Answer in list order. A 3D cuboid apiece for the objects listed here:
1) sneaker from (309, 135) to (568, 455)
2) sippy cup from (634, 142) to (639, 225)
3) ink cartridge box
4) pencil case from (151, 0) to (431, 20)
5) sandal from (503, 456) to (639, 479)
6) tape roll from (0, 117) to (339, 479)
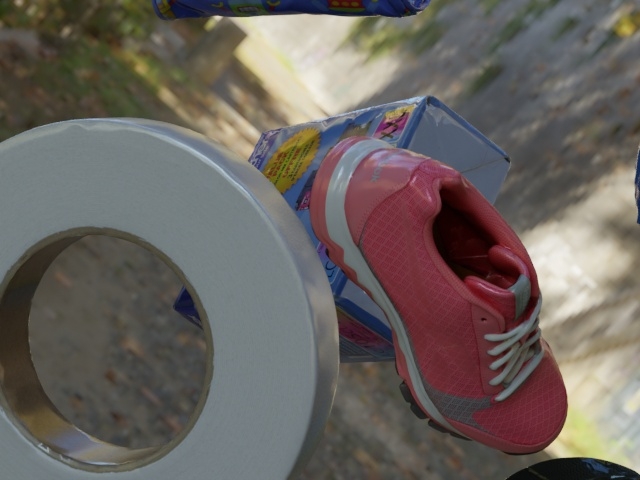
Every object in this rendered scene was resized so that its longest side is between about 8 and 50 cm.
[{"bbox_3d":[0.114,0.058,1.165,0.136,0.116,0.314,7,-40,53],"label":"sneaker"},{"bbox_3d":[0.376,-0.064,1.231,0.224,0.305,0.240,13,36,-3],"label":"sippy cup"},{"bbox_3d":[0.000,0.000,1.810,0.151,0.270,0.395,37,-24,-26],"label":"ink cartridge box"},{"bbox_3d":[-0.033,-0.289,1.611,0.306,0.119,0.133,1,-5,19],"label":"pencil case"},{"bbox_3d":[0.143,0.274,1.221,0.086,0.303,0.120,35,26,-34],"label":"sandal"},{"bbox_3d":[-0.176,0.090,1.317,0.392,0.392,0.072,43,16,8],"label":"tape roll"}]
